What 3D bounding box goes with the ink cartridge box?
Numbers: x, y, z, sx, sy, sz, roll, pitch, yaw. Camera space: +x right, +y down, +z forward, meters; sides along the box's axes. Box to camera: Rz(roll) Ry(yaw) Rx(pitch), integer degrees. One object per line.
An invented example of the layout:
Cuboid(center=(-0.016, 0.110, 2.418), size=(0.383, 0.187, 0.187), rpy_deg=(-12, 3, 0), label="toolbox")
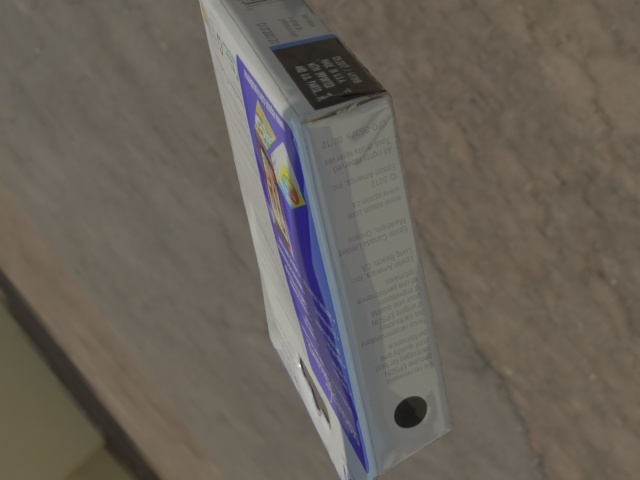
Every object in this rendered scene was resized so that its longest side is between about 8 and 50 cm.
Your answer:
Cuboid(center=(0.000, 0.000, 0.633), size=(0.206, 0.045, 0.208), rpy_deg=(-122, 20, -60), label="ink cartridge box")
